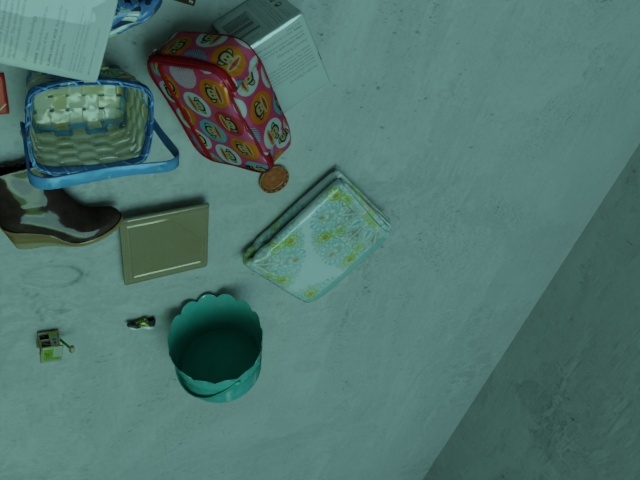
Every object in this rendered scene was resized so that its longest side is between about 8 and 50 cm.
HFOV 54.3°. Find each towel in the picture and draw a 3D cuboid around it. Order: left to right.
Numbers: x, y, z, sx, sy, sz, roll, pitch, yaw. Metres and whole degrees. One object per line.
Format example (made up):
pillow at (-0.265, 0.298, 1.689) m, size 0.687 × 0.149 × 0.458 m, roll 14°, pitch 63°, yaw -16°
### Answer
towel at (0.000, 0.000, 1.806) m, size 0.374 × 0.090 × 0.320 m, roll -42°, pitch 137°, yaw 8°

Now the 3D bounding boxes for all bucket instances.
bucket at (-0.290, 0.313, 1.763) m, size 0.281 × 0.281 × 0.183 m, roll -21°, pitch 146°, yaw -18°

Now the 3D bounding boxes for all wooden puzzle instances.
wooden puzzle at (-0.391, 0.005, 1.571) m, size 0.220 × 0.044 × 0.239 m, roll -13°, pitch 139°, yaw -26°

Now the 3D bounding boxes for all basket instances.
basket at (-0.424, -0.202, 1.147) m, size 0.254 × 0.289 × 0.201 m, roll -12°, pitch 140°, yaw -30°

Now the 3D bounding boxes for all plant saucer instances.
plant saucer at (-0.121, -0.159, 1.618) m, size 0.083 × 0.013 × 0.084 m, roll -19°, pitch 137°, yaw -19°

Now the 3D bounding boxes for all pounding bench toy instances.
pounding bench toy at (-0.678, 0.267, 1.598) m, size 0.083 × 0.065 × 0.052 m, roll -3°, pitch 129°, yaw -33°

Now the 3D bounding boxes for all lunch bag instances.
lunch bag at (-0.212, -0.280, 1.262) m, size 0.120 × 0.258 × 0.293 m, roll -56°, pitch 146°, yaw -24°

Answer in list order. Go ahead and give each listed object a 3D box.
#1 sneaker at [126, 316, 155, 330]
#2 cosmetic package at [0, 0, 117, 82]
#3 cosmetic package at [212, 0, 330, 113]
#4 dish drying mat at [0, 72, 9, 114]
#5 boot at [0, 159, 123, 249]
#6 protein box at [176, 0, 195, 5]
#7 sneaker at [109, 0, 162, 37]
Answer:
sneaker at (-0.494, 0.226, 1.722) m, size 0.083 × 0.031 × 0.035 m, roll 4°, pitch 113°, yaw -43°
cosmetic package at (-0.536, -0.390, 0.950) m, size 0.384 × 0.217 × 0.156 m, roll 3°, pitch 126°, yaw -35°
cosmetic package at (-0.100, -0.390, 1.303) m, size 0.151 × 0.151 × 0.184 m, roll -34°, pitch 141°, yaw -3°
dish drying mat at (-0.605, -0.274, 1.170) m, size 0.032 × 0.008 × 0.083 m, roll -10°, pitch 134°, yaw -27°
boot at (-0.558, -0.081, 1.326) m, size 0.248 × 0.090 × 0.207 m, roll -14°, pitch 138°, yaw -19°
protein box at (-0.305, -0.505, 1.008) m, size 0.201 × 0.200 × 0.136 m, roll 3°, pitch 126°, yaw -37°
sneaker at (-0.362, -0.430, 1.157) m, size 0.144 × 0.053 × 0.059 m, roll -31°, pitch 138°, yaw -8°
